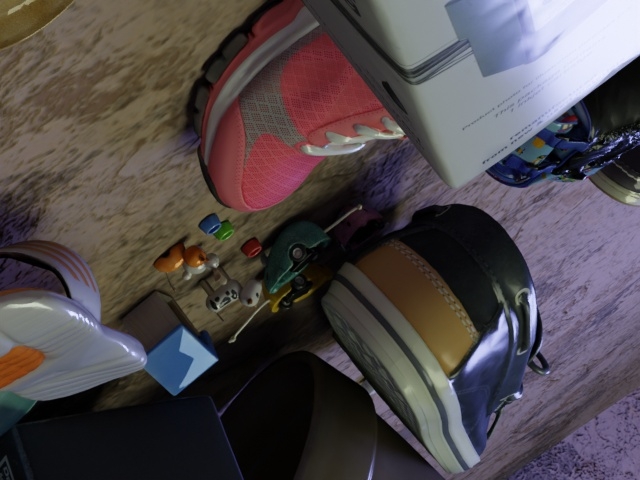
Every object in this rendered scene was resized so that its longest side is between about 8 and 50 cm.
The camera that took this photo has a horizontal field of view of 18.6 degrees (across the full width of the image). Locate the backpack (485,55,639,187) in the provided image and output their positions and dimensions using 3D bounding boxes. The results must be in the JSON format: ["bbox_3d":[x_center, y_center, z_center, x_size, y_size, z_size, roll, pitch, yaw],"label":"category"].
[{"bbox_3d":[0.136,-0.108,1.286,0.117,0.158,0.173,-22,171,-24],"label":"backpack"}]

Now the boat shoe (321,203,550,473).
[{"bbox_3d":[0.107,0.081,1.666,0.156,0.187,0.500,-40,168,-5],"label":"boat shoe"}]

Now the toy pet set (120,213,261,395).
[{"bbox_3d":[-0.083,0.050,1.387,0.114,0.065,0.122,-40,164,6],"label":"toy pet set"}]

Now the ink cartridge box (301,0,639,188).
[{"bbox_3d":[0.021,-0.165,0.736,0.121,0.211,0.289,-37,164,0],"label":"ink cartridge box"}]

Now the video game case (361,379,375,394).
[{"bbox_3d":[0.130,0.105,2.114,0.143,0.019,0.157,-47,162,28],"label":"video game case"}]

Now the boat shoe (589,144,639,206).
[{"bbox_3d":[0.343,-0.123,1.802,0.285,0.103,0.092,-29,158,-42],"label":"boat shoe"}]

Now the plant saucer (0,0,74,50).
[{"bbox_3d":[-0.137,-0.116,0.879,0.083,0.015,0.083,-35,164,-12],"label":"plant saucer"}]

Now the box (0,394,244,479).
[{"bbox_3d":[-0.160,0.317,1.444,0.183,0.296,0.294,-7,153,-36],"label":"box"}]

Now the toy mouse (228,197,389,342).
[{"bbox_3d":[0.000,0.000,1.494,0.161,0.031,0.143,-29,163,-30],"label":"toy mouse"}]

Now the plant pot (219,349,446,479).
[{"bbox_3d":[0.024,0.300,1.697,0.323,0.280,0.323,-52,-162,25],"label":"plant pot"}]

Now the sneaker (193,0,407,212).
[{"bbox_3d":[0.041,-0.099,1.106,0.116,0.136,0.314,-17,154,-50],"label":"sneaker"}]

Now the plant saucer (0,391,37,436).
[{"bbox_3d":[-0.240,0.118,1.311,0.119,0.021,0.119,-35,165,-11],"label":"plant saucer"}]

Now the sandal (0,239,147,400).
[{"bbox_3d":[-0.176,0.044,1.150,0.102,0.076,0.265,-21,168,4],"label":"sandal"}]
